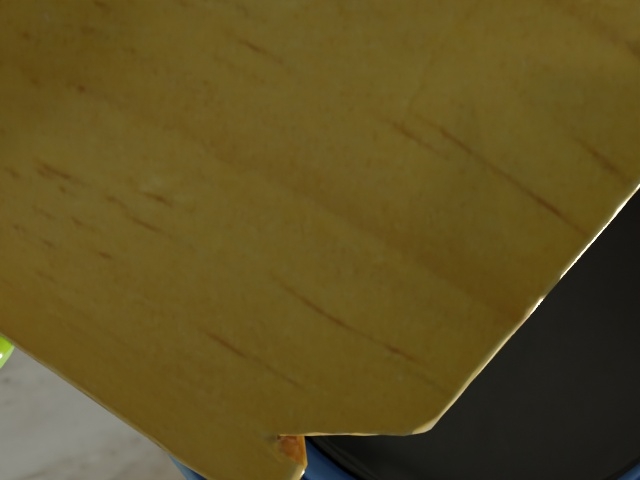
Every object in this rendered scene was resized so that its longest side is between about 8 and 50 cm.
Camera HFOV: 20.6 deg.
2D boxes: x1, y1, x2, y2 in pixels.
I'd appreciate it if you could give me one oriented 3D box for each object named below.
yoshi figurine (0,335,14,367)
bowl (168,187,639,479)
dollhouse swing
[{"bbox_3d":[-0.283,0.035,0.903,0.362,0.203,0.203,-8,148,28],"label":"yoshi figurine"},{"bbox_3d":[0.050,-0.024,0.850,0.391,0.391,0.077,-23,168,37],"label":"bowl"},{"bbox_3d":[-0.002,-0.162,0.642,0.347,0.315,0.305,-53,-177,27],"label":"dollhouse swing"}]
